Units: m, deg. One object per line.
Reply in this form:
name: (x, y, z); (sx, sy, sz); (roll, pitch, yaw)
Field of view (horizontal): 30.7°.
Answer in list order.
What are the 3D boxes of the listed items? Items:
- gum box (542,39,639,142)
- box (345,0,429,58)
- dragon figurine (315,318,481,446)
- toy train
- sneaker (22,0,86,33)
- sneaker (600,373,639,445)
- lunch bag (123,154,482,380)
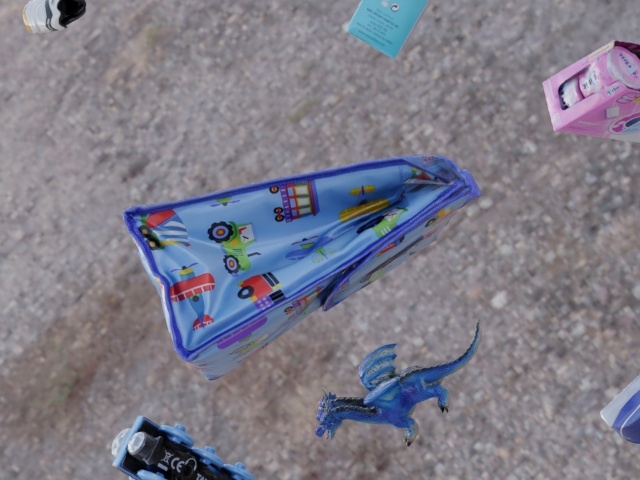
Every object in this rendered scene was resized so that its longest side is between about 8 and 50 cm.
gum box: (0.345, -0.161, 1.282); (0.107, 0.188, 0.062); (-32, 63, 50)
box: (0.114, -0.306, 1.157); (0.244, 0.060, 0.100); (-60, 0, 22)
dragon figurine: (0.109, 0.212, 1.714); (0.289, 0.144, 0.085); (-48, 27, 30)
toy train: (-0.157, 0.263, 1.312); (0.105, 0.184, 0.080); (-3, 55, 49)
sneaker: (-0.188, -0.181, 0.883); (0.037, 0.032, 0.083); (5, 45, 25)
sneaker: (0.588, 0.318, 1.850); (0.127, 0.315, 0.182); (-48, 50, 12)
lunch bag: (0.000, 0.000, 1.028); (0.293, 0.138, 0.221); (-23, -10, -4)
